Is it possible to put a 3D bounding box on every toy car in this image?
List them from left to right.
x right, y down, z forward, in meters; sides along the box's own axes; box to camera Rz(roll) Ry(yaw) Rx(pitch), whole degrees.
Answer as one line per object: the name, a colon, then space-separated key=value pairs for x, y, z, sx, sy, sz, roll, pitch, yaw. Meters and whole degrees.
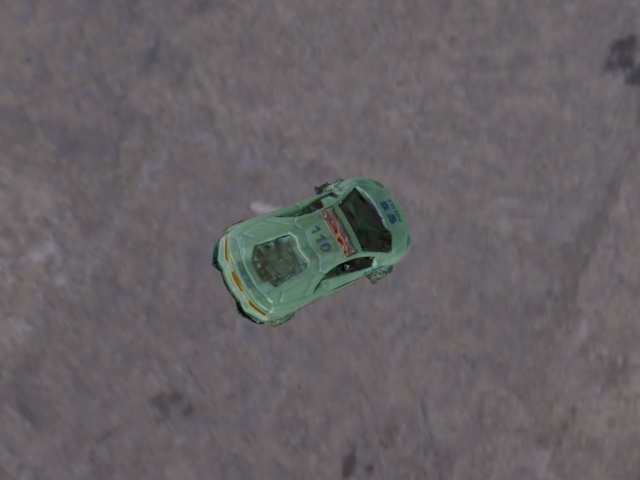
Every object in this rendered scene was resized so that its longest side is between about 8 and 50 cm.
toy car: x=0.000 y=0.000 z=1.394 sx=0.186 sy=0.058 sz=0.093 roll=-23 pitch=81 yaw=-36
